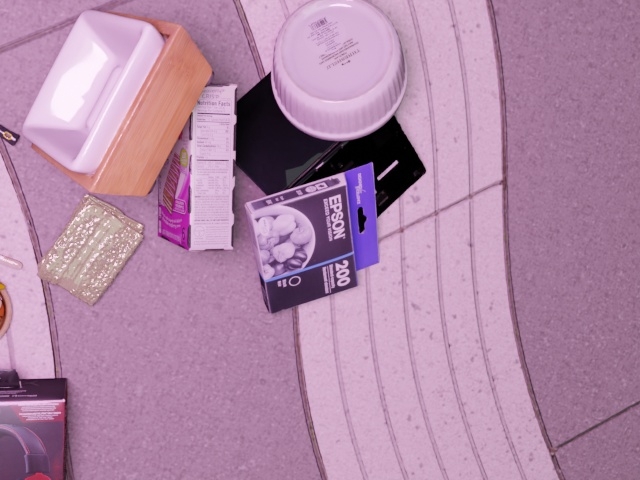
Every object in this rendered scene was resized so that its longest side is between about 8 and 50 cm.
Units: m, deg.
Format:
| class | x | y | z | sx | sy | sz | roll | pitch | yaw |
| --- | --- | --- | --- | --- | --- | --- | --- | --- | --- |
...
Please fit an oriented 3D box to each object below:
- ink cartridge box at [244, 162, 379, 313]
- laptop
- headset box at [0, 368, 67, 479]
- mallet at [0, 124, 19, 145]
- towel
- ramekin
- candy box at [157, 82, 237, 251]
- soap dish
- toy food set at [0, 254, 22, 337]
| class | x | y | z | sx | sy | sz | roll | pitch | yaw |
| --- | --- | --- | --- | --- | --- | --- | --- | --- | --- |
| ink cartridge box | 0.000 | 0.000 | 1.337 | 0.208 | 0.045 | 0.206 | -19 | 131 | -13 |
| laptop | 0.000 | -0.139 | 1.378 | 0.234 | 0.136 | 0.264 | -43 | 132 | -5 |
| headset box | -0.483 | 0.326 | 1.267 | 0.218 | 0.110 | 0.293 | 2 | 98 | -15 |
| mallet | -0.509 | -0.200 | 1.223 | 0.190 | 0.039 | 0.062 | 25 | 89 | -22 |
| towel | -0.342 | 0.015 | 1.301 | 0.110 | 0.027 | 0.148 | 34 | 88 | -18 |
| ramekin | 0.026 | -0.258 | 1.275 | 0.207 | 0.109 | 0.207 | -1 | 79 | 4 |
| candy box | -0.181 | -0.110 | 1.253 | 0.071 | 0.159 | 0.233 | -1 | 98 | -27 |
| soap dish | -0.276 | -0.187 | 1.167 | 0.118 | 0.291 | 0.228 | 28 | 90 | -36 |
| toy food set | -0.518 | 0.104 | 1.261 | 0.132 | 0.038 | 0.192 | 18 | 93 | -17 |
